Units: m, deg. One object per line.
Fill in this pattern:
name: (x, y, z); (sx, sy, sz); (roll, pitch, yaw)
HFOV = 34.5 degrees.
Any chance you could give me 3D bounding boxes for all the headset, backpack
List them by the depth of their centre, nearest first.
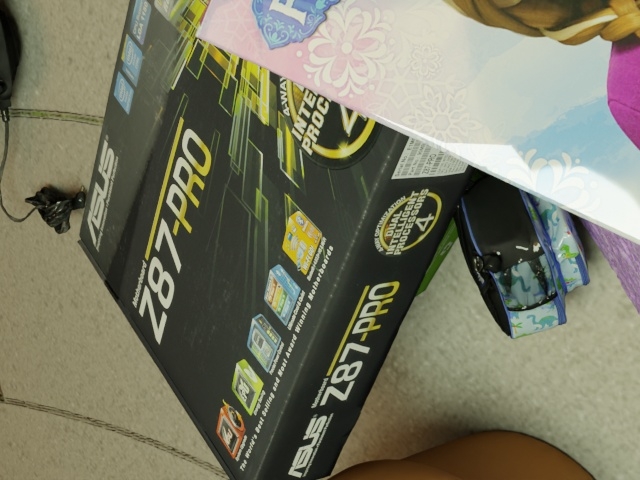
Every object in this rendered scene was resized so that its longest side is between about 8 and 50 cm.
backpack: (0.152, 0.012, 0.771); (0.084, 0.105, 0.114); (-18, 133, 5)
headset: (-0.415, -0.164, 1.108); (0.394, 0.243, 0.185); (52, 168, -27)

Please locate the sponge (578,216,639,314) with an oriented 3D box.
sponge: (0.215, 0.005, 0.662); (0.031, 0.210, 0.117); (-32, 92, 2)

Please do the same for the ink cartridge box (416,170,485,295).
ink cartridge box: (0.000, 0.000, 0.905); (0.189, 0.097, 0.255); (43, 131, 20)

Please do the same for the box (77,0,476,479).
box: (-0.046, -0.058, 0.765); (0.318, 0.097, 0.395); (51, 134, 36)

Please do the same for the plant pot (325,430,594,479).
plant pot: (0.121, 0.290, 0.845); (0.291, 0.203, 0.291); (16, 116, 35)

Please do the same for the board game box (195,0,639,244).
board game box: (0.143, -0.177, 0.484); (0.318, 0.066, 0.318); (26, 102, 12)
